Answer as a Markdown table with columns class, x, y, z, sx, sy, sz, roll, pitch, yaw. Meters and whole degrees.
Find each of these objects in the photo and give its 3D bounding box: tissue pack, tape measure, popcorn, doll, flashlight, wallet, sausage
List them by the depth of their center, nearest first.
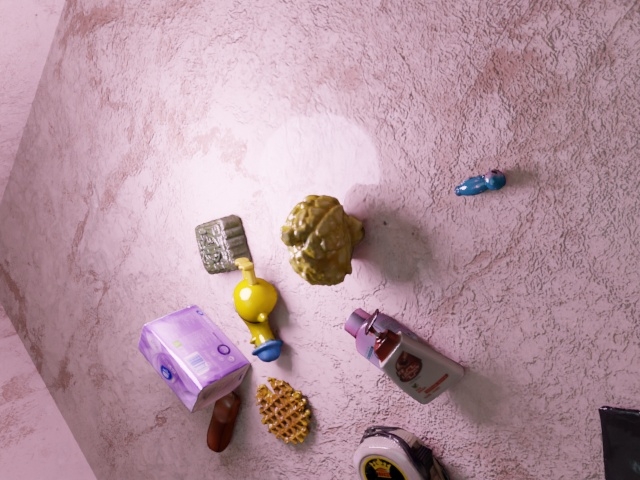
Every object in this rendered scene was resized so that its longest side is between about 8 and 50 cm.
| class | x | y | z | sx | sy | sz | roll | pitch | yaw |
| --- | --- | --- | --- | --- | --- | --- | --- | --- | --- |
| wallet | 0.701 | 0.505 | 1.376 | 0.146 | 0.030 | 0.285 | -1 | 101 | 44 |
| flashlight | 0.372 | -0.129 | 1.456 | 0.129 | 0.051 | 0.051 | -20 | 89 | 46 |
| popcorn | 0.000 | 0.000 | 1.682 | 0.195 | 0.255 | 0.256 | -13 | 88 | 41 |
| tape measure | 0.236 | 0.632 | 1.751 | 0.271 | 0.133 | 0.231 | -10 | 104 | 40 |
| doll | -0.203 | 0.231 | 2.014 | 0.199 | 0.145 | 0.363 | -142 | 39 | -66 |
| tissue pack | -0.451 | 0.406 | 2.194 | 0.338 | 0.242 | 0.160 | 42 | 127 | 25 |
| sausage | -0.360 | 0.664 | 2.301 | 0.089 | 0.083 | 0.300 | 39 | 122 | 33 |

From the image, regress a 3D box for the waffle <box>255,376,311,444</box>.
| class | x | y | z | sx | sy | sz | roll | pitch | yaw |
| --- | --- | --- | --- | --- | --- | --- | --- | --- | --- |
| waffle | -0.126 | 0.572 | 2.092 | 0.232 | 0.051 | 0.228 | 16 | 112 | 36 |

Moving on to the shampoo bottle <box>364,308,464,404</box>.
| class | x | y | z | sx | sy | sz | roll | pitch | yaw |
| --- | --- | --- | --- | --- | --- | --- | --- | --- | --- |
| shampoo bottle | 0.216 | 0.294 | 1.594 | 0.284 | 0.071 | 0.153 | 40 | 110 | -16 |

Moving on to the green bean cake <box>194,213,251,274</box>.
| class | x | y | z | sx | sy | sz | roll | pitch | yaw |
| --- | --- | --- | --- | --- | --- | --- | --- | --- | --- |
| green bean cake | -0.333 | 0.018 | 2.082 | 0.185 | 0.094 | 0.183 | -11 | 97 | 47 |

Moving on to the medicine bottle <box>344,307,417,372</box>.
| class | x | y | z | sx | sy | sz | roll | pitch | yaw |
| --- | --- | --- | --- | --- | --- | --- | --- | --- | --- |
| medicine bottle | 0.161 | 0.271 | 1.724 | 0.188 | 0.094 | 0.119 | 34 | 121 | 28 |
